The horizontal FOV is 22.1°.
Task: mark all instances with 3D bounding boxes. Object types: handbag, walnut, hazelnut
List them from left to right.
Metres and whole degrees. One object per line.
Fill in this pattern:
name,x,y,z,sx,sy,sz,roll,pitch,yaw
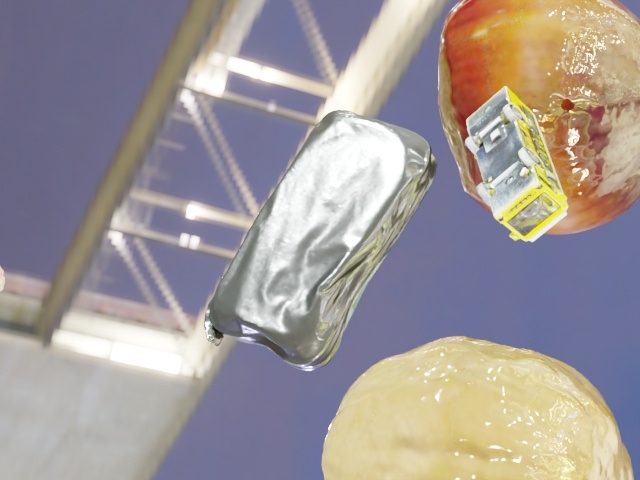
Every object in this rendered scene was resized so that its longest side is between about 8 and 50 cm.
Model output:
handbag,-0.001,0.003,1.962,0.191,0.075,0.332,22,-103,36
walnut,0.080,0.124,0.839,0.149,0.166,0.166,-50,180,-43
hazelnut,0.342,-0.196,2.422,0.359,0.409,0.359,-18,-142,14

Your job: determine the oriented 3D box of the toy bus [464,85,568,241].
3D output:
toy bus,0.225,-0.093,1.934,0.081,0.074,0.226,-40,-151,19

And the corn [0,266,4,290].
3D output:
corn,-0.424,0.083,1.412,0.335,0.127,0.126,-36,-163,-15
